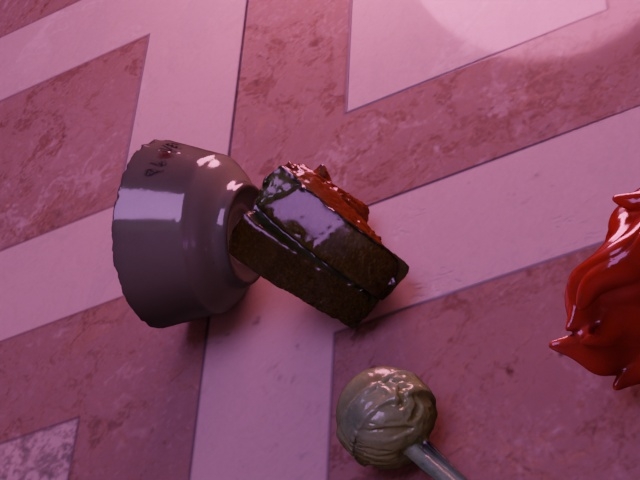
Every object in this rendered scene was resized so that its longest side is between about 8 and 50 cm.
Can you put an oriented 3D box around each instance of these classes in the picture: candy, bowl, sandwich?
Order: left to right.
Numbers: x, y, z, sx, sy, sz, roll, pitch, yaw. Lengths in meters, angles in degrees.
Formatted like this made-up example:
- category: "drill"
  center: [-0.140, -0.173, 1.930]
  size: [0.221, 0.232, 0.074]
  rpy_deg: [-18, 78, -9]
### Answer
- category: "bowl"
  center: [-0.126, -0.006, 1.688]
  size: [0.112, 0.211, 0.211]
  rpy_deg: [2, 53, 23]
- category: "sandwich"
  center: [0.007, 0.006, 1.633]
  size: [0.185, 0.160, 0.109]
  rpy_deg: [38, 104, 10]
- category: "candy"
  center: [0.127, 0.220, 1.367]
  size: [0.335, 0.093, 0.092]
  rpy_deg: [39, 124, 42]

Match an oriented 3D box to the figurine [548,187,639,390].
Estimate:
- category: "figurine"
  center: [0.309, 0.046, 1.299]
  size: [0.208, 0.181, 0.257]
  rpy_deg: [-64, 27, 16]
